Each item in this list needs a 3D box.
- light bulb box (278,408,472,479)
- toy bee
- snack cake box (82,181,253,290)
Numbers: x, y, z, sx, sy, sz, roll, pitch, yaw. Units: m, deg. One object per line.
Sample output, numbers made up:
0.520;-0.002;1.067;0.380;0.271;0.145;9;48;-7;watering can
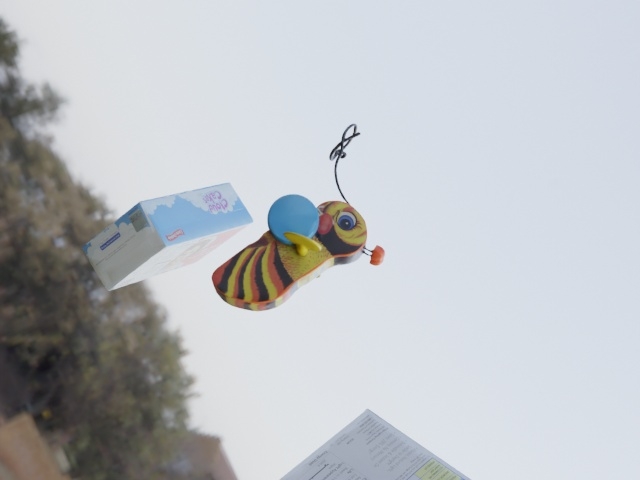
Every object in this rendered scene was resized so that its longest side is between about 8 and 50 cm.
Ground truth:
0.114;0.602;2.415;0.361;0.358;0.225;32;-49;26;light bulb box
0.000;0.000;1.582;0.162;0.298;0.195;41;10;11;toy bee
-0.252;-0.011;1.946;0.152;0.264;0.089;-36;-98;29;snack cake box
